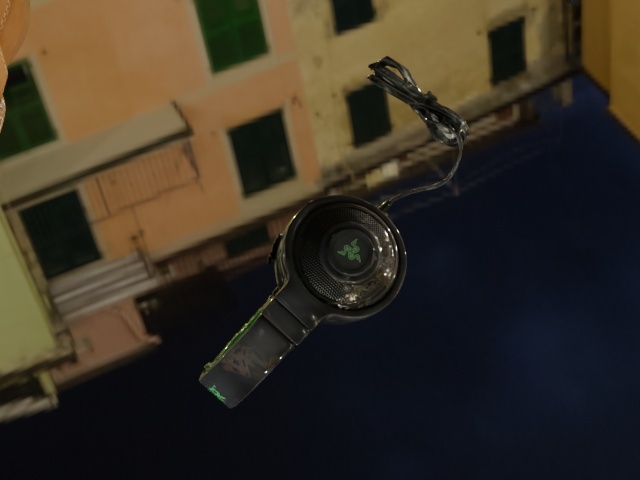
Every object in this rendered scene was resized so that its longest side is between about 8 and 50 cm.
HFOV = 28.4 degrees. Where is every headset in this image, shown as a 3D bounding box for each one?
[{"bbox_3d":[0.000,0.000,1.345,0.185,0.243,0.394,44,-89,-1],"label":"headset"}]

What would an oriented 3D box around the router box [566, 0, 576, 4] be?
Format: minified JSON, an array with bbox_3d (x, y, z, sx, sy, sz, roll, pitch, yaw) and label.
[{"bbox_3d":[0.126,-0.308,0.753,0.081,0.309,0.243,-34,-102,-2],"label":"router box"}]

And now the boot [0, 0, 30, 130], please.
[{"bbox_3d":[-0.196,-0.073,0.528,0.109,0.220,0.283,11,-167,-4],"label":"boot"}]
